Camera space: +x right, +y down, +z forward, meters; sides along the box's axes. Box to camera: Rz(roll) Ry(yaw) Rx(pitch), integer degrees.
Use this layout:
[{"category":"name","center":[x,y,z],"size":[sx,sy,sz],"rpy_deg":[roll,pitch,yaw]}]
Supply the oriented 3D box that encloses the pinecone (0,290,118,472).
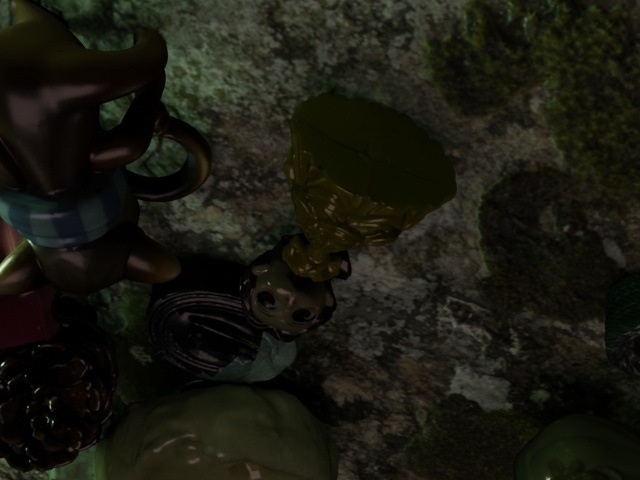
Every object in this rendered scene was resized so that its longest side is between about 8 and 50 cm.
[{"category":"pinecone","center":[-0.360,0.178,2.022],"size":[0.224,0.272,0.224],"rpy_deg":[-4,114,-9]}]

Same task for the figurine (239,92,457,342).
[{"category":"figurine","center":[0.000,0.003,1.820],"size":[0.187,0.168,0.315],"rpy_deg":[3,139,-27]}]

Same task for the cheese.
[{"category":"cheese","center":[-0.142,0.294,2.116],"size":[0.326,0.115,0.318],"rpy_deg":[-9,150,7]}]

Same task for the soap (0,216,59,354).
[{"category":"soap","center":[-0.402,0.019,1.903],"size":[0.162,0.250,0.099],"rpy_deg":[-14,133,-9]}]

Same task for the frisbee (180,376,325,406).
[{"category":"frisbee","center":[-0.084,0.182,2.128],"size":[0.187,0.012,0.211],"rpy_deg":[23,134,-10]}]

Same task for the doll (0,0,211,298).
[{"category":"doll","center":[-0.274,-0.103,1.744],"size":[0.317,0.209,0.340],"rpy_deg":[-17,126,-10]}]

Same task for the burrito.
[{"category":"burrito","center":[-0.321,0.334,2.283],"size":[0.143,0.089,0.229],"rpy_deg":[5,132,23]}]

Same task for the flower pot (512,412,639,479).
[{"category":"flower pot","center":[0.403,0.323,1.957],"size":[0.244,0.307,0.307],"rpy_deg":[-34,119,18]}]

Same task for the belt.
[{"category":"belt","center":[-0.119,0.105,2.003],"size":[0.198,0.078,0.151],"rpy_deg":[15,127,-7]}]

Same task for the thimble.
[{"category":"thimble","center":[0.399,0.102,1.871],"size":[0.135,0.090,0.118],"rpy_deg":[7,137,5]}]
